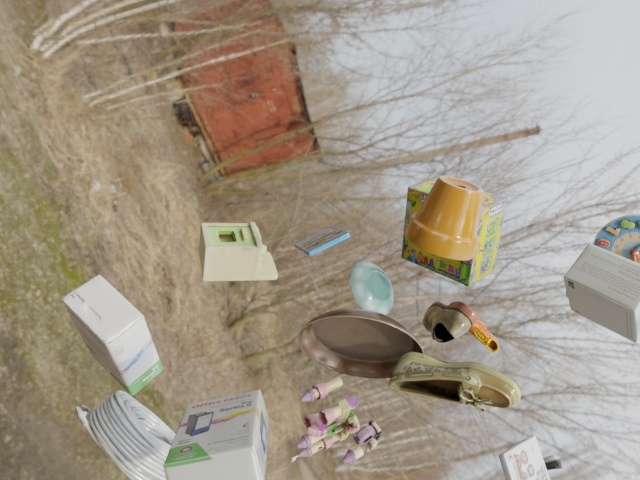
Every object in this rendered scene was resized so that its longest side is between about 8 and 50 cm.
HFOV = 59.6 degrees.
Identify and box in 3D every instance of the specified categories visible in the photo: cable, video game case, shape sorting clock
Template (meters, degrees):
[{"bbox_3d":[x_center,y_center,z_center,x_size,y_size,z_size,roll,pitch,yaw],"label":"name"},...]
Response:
[{"bbox_3d":[-0.386,0.440,1.222,0.257,0.089,0.257,33,-15,34],"label":"cable"},{"bbox_3d":[0.438,0.506,1.167,0.019,0.143,0.158,-28,-109,43],"label":"video game case"},{"bbox_3d":[0.857,0.032,1.528,0.040,0.206,0.207,-17,88,-68],"label":"shape sorting clock"},{"bbox_3d":[0.000,0.000,1.493,0.015,0.119,0.166,68,-12,-13],"label":"video game case"}]

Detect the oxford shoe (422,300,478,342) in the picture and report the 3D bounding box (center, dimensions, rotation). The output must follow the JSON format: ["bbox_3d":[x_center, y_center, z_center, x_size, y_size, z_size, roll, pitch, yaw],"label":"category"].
[{"bbox_3d":[0.430,0.301,2.011,0.123,0.130,0.348,46,-17,4],"label":"oxford shoe"}]

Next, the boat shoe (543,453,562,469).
[{"bbox_3d":[0.631,0.664,1.621,0.049,0.142,0.040,24,39,-44],"label":"boat shoe"}]

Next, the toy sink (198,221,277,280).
[{"bbox_3d":[-0.249,0.030,1.726,0.153,0.233,0.131,-116,-148,-55],"label":"toy sink"}]

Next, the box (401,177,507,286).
[{"bbox_3d":[0.456,-0.039,1.944,0.289,0.176,0.280,25,-56,41],"label":"box"}]

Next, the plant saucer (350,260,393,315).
[{"bbox_3d":[0.180,0.152,1.821,0.037,0.194,0.195,-31,-107,44],"label":"plant saucer"}]

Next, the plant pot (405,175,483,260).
[{"bbox_3d":[0.363,-0.073,1.566,0.205,0.204,0.188,-116,-143,-63],"label":"plant pot"}]

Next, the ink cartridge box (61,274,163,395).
[{"bbox_3d":[-0.547,0.255,1.490,0.201,0.117,0.278,34,-34,25],"label":"ink cartridge box"}]

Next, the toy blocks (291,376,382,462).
[{"bbox_3d":[0.023,0.751,2.180,0.309,0.259,0.289,47,-41,35],"label":"toy blocks"}]

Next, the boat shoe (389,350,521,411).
[{"bbox_3d":[0.294,0.326,1.240,0.089,0.285,0.105,-49,131,-40],"label":"boat shoe"}]

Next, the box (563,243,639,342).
[{"bbox_3d":[0.720,0.130,1.379,0.181,0.119,0.181,32,-13,42],"label":"box"}]

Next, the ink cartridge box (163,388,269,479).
[{"bbox_3d":[-0.178,0.368,1.010,0.212,0.154,0.093,-100,179,-80],"label":"ink cartridge box"}]

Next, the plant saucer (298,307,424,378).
[{"bbox_3d":[0.100,0.251,1.377,0.311,0.310,0.050,76,21,-51],"label":"plant saucer"}]

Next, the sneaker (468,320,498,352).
[{"bbox_3d":[0.644,0.373,2.211,0.175,0.064,0.067,38,16,-9],"label":"sneaker"}]
